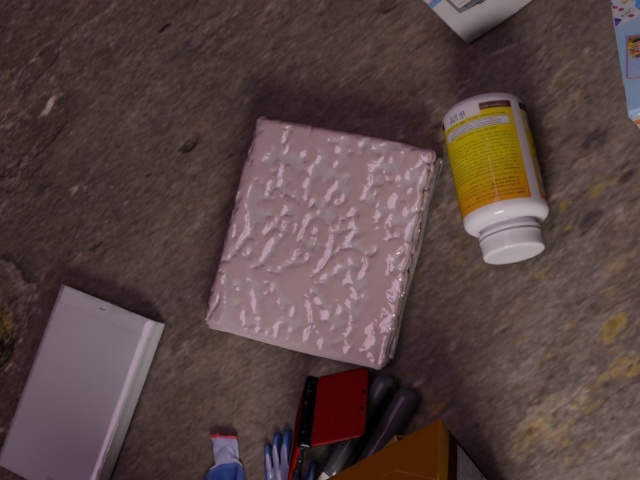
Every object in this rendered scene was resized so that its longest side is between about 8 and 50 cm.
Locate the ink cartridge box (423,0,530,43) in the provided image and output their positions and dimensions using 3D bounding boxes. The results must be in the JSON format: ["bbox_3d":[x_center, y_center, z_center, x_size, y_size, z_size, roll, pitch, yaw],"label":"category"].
[{"bbox_3d":[0.152,-0.436,1.753,0.131,0.306,0.226,-32,66,18],"label":"ink cartridge box"}]

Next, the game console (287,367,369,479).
[{"bbox_3d":[0.011,0.257,1.781,0.085,0.144,0.124,12,124,-3],"label":"game console"}]

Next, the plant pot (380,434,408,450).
[{"bbox_3d":[0.110,0.320,1.738,0.083,0.081,0.081,-43,63,19],"label":"plant pot"}]

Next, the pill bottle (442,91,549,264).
[{"bbox_3d":[0.239,-0.082,1.735,0.117,0.117,0.215,-18,70,24],"label":"pill bottle"}]

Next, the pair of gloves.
[{"bbox_3d":[-0.094,0.356,1.870,0.198,0.023,0.159,-7,76,28],"label":"pair of gloves"}]

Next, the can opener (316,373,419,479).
[{"bbox_3d":[0.032,0.316,1.768,0.076,0.095,0.283,31,94,28],"label":"can opener"}]

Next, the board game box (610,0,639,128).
[{"bbox_3d":[0.460,-0.282,1.646,0.144,0.142,0.275,-12,73,25],"label":"board game box"}]

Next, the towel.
[{"bbox_3d":[0.000,0.000,1.883,0.317,0.053,0.332,12,85,29],"label":"towel"}]

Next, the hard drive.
[{"bbox_3d":[-0.382,0.244,2.041,0.203,0.040,0.308,18,87,30],"label":"hard drive"}]

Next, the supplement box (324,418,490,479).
[{"bbox_3d":[0.126,0.370,1.628,0.191,0.129,0.194,-32,109,21],"label":"supplement box"}]
